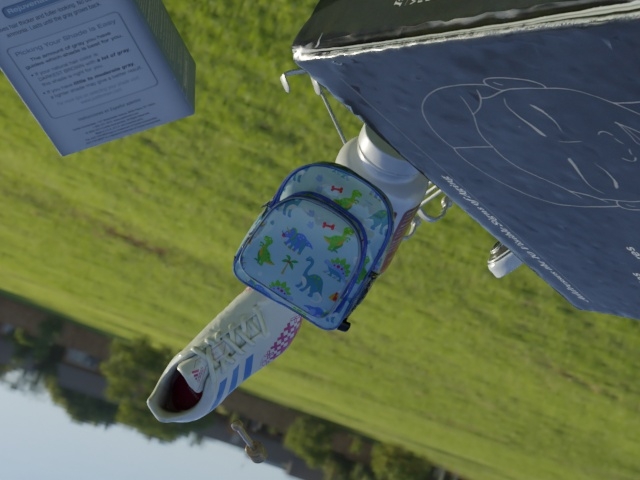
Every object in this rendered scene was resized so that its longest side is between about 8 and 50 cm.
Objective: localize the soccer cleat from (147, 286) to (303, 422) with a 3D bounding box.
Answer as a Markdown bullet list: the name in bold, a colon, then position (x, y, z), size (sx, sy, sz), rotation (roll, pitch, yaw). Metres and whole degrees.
- **soccer cleat**: position (-0.147, 0.178, 1.757), size (0.116, 0.331, 0.143), rotation (46, -165, 13)

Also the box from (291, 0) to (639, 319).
- **box**: position (0.318, -0.145, 0.973), size (0.480, 0.297, 0.471), rotation (38, 163, -29)

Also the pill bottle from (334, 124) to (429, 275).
- **pill bottle**: position (0.065, -0.056, 1.384), size (0.121, 0.121, 0.216), rotation (19, 134, -5)

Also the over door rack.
- **over door rack**: position (0.101, -0.175, 1.623), size (0.324, 0.108, 0.239), rotation (55, 154, 1)

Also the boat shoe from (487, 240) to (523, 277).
- **boat shoe**: position (0.350, -0.076, 1.700), size (0.102, 0.301, 0.108), rotation (41, -165, -2)

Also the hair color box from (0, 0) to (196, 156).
- **hair color box**: position (-0.302, -0.286, 1.256), size (0.185, 0.114, 0.374), rotation (-16, 134, 11)

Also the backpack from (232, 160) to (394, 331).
- **backpack**: position (0.000, 0.000, 0.827), size (0.105, 0.114, 0.084), rotation (31, -174, 5)

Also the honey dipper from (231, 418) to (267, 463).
- **honey dipper**: position (-0.117, 0.323, 1.777), size (0.030, 0.030, 0.161), rotation (16, 154, 18)
